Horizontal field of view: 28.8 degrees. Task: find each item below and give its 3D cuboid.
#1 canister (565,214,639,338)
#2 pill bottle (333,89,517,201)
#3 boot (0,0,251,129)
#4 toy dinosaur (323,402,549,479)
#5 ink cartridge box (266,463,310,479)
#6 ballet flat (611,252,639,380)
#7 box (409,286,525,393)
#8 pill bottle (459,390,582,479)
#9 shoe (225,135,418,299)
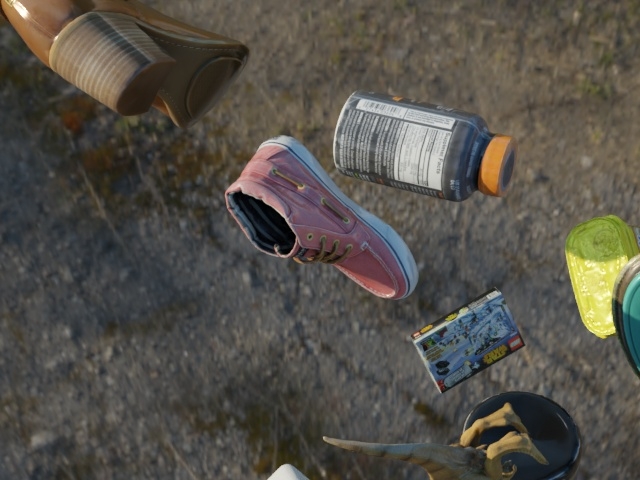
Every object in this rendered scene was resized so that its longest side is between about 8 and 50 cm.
[{"bbox_3d":[0.354,0.042,1.371,0.170,0.073,0.126,5,68,-45],"label":"canister"},{"bbox_3d":[0.153,-0.129,1.777,0.246,0.130,0.130,15,59,20],"label":"pill bottle"},{"bbox_3d":[-0.203,-0.207,1.194,0.220,0.109,0.283,40,23,12],"label":"boot"},{"bbox_3d":[0.102,0.167,0.918,0.112,0.211,0.064,-36,55,6],"label":"toy dinosaur"},{"bbox_3d":[-0.029,0.435,1.134,0.285,0.166,0.395,-45,25,2],"label":"ink cartridge box"},{"bbox_3d":[0.367,0.119,1.129,0.123,0.348,0.123,-34,22,16],"label":"ballet flat"},{"bbox_3d":[0.202,0.137,1.708,0.137,0.094,0.027,-29,24,-4],"label":"box"},{"bbox_3d":[0.203,0.269,1.311,0.123,0.219,0.122,-2,45,2],"label":"pill bottle"},{"bbox_3d":[0.000,0.000,1.025,0.178,0.063,0.081,46,46,-9],"label":"shoe"}]
